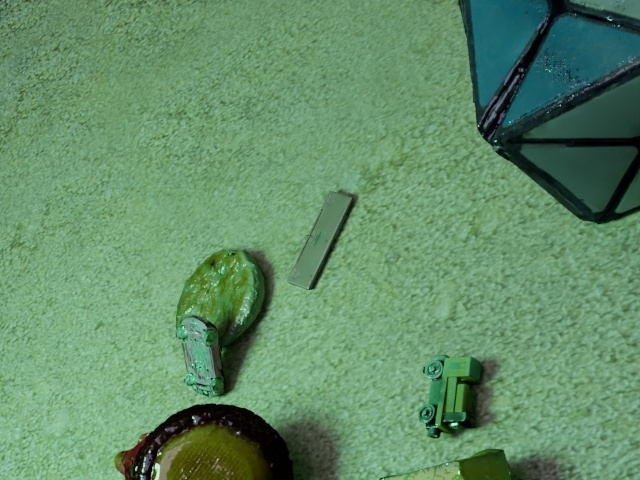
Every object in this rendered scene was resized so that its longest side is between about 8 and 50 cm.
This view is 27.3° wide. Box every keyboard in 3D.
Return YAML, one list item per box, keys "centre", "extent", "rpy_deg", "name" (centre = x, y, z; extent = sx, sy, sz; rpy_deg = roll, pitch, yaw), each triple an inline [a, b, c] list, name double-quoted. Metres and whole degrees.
- centre: [0.000, 0.000, 2.116]
  extent: [0.055, 0.017, 0.166]
  rpy_deg: [18, 79, 41]
  name: "keyboard"

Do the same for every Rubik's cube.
- centre: [0.387, -0.240, 1.704]
  extent: [0.307, 0.310, 0.305]
  rpy_deg: [-24, 52, 32]
  name: "Rubik's cube"

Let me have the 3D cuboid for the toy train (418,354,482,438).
- centre: [0.179, 0.214, 1.814]
  extent: [0.081, 0.050, 0.122]
  rpy_deg: [-7, 60, 30]
  name: "toy train"

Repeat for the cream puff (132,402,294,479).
- centre: [-0.153, 0.355, 1.910]
  extent: [0.239, 0.165, 0.239]
  rpy_deg: [0, 74, -1]
  name: "cream puff"

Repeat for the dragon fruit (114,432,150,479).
- centre: [-0.252, 0.368, 2.040]
  extent: [0.150, 0.207, 0.133]
  rpy_deg: [37, 111, 4]
  name: "dragon fruit"

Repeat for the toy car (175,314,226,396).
- centre: [-0.186, 0.183, 2.106]
  extent: [0.069, 0.055, 0.142]
  rpy_deg: [8, 114, 38]
  name: "toy car"

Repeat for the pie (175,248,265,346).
- centre: [-0.167, 0.099, 2.185]
  extent: [0.187, 0.041, 0.187]
  rpy_deg: [-21, 54, 32]
  name: "pie"

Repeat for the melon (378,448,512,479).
- centre: [0.163, 0.430, 1.650]
  extent: [0.196, 0.124, 0.323]
  rpy_deg: [-24, 59, 32]
  name: "melon"
